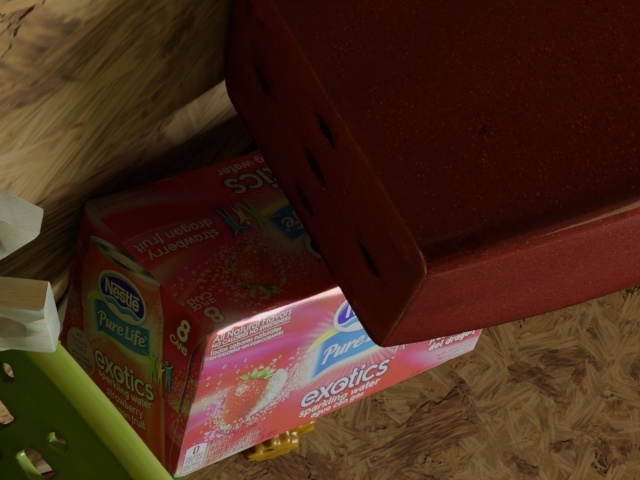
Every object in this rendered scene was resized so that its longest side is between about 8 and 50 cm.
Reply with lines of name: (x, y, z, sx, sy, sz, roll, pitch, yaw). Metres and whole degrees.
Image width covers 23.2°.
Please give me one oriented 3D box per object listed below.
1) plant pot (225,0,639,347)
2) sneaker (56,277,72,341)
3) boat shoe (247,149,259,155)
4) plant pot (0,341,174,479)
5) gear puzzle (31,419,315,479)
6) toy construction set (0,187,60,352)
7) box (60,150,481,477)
plant pot: (0.096, -0.088, 0.828, 0.236, 0.267, 0.267, -29, 169, -13)
sneaker: (-0.133, 0.048, 1.015, 0.042, 0.067, 0.118, -37, 170, -39)
boat shoe: (0.000, 0.000, 1.221, 0.119, 0.121, 0.335, -37, 169, -15)
plant pot: (-0.217, 0.193, 0.837, 0.227, 0.228, 0.207, -38, 176, -39)
gear puzzle: (-0.160, 0.203, 1.298, 0.339, 0.044, 0.175, -13, 161, -20)
toy construction set: (-0.213, 0.113, 0.504, 0.215, 0.151, 0.327, -47, -163, 54)
box: (-0.016, 0.025, 0.967, 0.257, 0.128, 0.122, -19, 140, -37)
